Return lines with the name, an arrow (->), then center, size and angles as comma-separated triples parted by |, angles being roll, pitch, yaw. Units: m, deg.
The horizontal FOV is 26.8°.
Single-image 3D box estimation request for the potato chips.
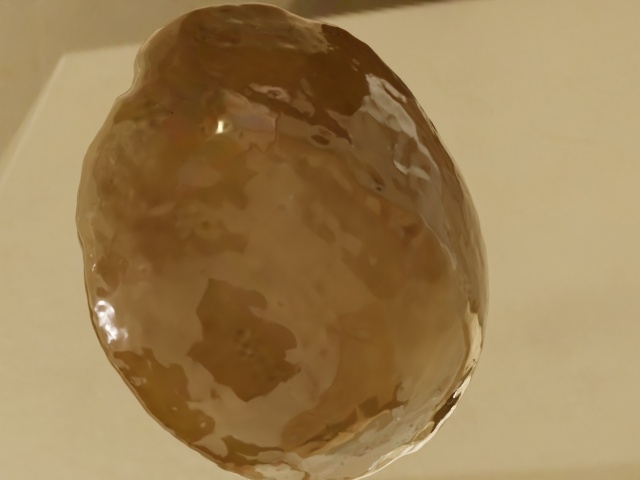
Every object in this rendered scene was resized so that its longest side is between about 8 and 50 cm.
potato chips -> 0.001, 0.001, 0.548 | 0.062, 0.195, 0.208 | -1, 105, 58
